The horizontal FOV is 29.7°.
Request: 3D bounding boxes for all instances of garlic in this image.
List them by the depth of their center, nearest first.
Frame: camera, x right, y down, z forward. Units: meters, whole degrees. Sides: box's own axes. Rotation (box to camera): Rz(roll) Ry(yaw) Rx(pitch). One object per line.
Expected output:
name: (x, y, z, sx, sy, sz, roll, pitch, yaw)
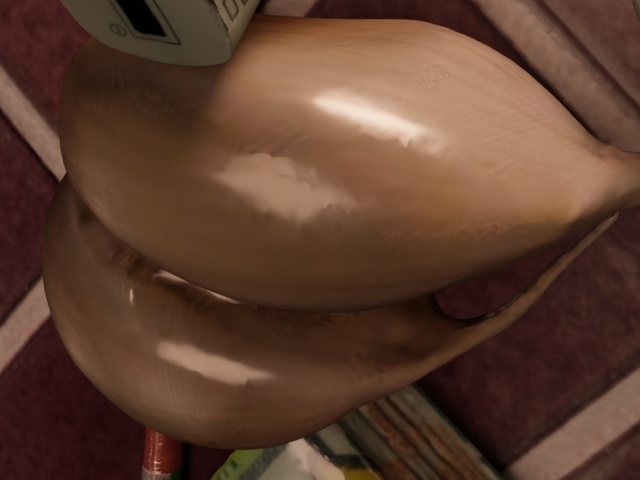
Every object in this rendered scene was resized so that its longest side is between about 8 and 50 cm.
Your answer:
garlic: (0.000, 0.000, 0.619, 0.340, 0.246, 0.231, 14, 110, 24)

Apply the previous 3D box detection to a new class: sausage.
sausage: (-0.114, 0.199, 0.855, 0.029, 0.029, 0.223, 15, 109, 25)

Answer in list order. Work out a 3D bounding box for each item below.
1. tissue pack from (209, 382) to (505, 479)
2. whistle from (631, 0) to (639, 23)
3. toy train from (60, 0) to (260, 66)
tissue pack: (0.049, 0.249, 0.720, 0.311, 0.128, 0.228, 46, 119, 12)
whistle: (0.228, -0.096, 0.521, 0.163, 0.163, 0.289, -30, 86, 31)
toy train: (0.001, -0.263, 0.552, 0.086, 0.088, 0.407, 10, 64, 29)
